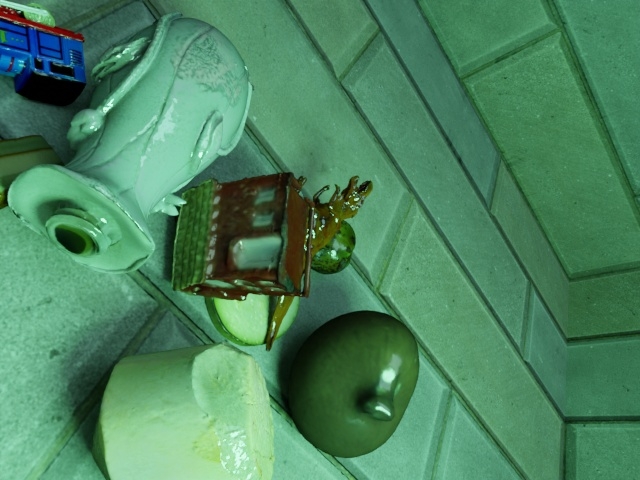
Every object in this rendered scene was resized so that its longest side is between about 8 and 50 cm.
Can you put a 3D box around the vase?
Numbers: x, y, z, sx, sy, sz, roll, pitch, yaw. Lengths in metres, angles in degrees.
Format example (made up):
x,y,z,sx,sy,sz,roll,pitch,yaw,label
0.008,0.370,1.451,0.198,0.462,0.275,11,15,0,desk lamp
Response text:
x,y,z,sx,sy,sz,roll,pitch,yaw,label
-0.266,-0.164,0.753,0.250,0.250,0.445,44,42,-29,vase

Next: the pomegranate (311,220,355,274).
x,y,z,sx,sy,sz,roll,pitch,yaw,label
0.009,0.000,1.116,0.163,0.126,0.138,47,58,-26,pomegranate

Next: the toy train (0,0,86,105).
x,y,z,sx,sy,sz,roll,pitch,yaw,label
-0.462,-0.289,0.717,0.204,0.083,0.131,0,78,-49,toy train

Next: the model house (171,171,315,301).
x,y,z,sx,sy,sz,roll,pitch,yaw,label
-0.149,0.003,0.852,0.160,0.254,0.195,40,50,-64,model house

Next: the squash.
x,y,z,sx,sy,sz,roll,pitch,yaw,label
-0.138,0.104,0.980,0.219,0.041,0.219,17,64,-39,squash

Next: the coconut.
x,y,z,sx,sy,sz,roll,pitch,yaw,label
-0.201,0.272,0.696,0.239,0.245,0.239,-11,90,-89,coconut

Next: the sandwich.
x,y,z,sx,sy,sz,roll,pitch,yaw,label
-0.415,-0.106,0.676,0.079,0.114,0.163,59,40,-14,sandwich

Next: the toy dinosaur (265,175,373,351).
x,y,z,sx,sy,sz,roll,pitch,yaw,label
-0.052,-0.013,0.989,0.432,0.097,0.208,-51,119,-20,toy dinosaur

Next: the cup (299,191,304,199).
x,y,z,sx,sy,sz,roll,pitch,yaw,label
-0.104,-0.083,1.070,0.104,0.074,0.116,45,46,5,cup

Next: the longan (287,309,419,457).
x,y,z,sx,sy,sz,roll,pitch,yaw,label
0.067,0.276,0.967,0.243,0.300,0.300,28,53,-13,longan
